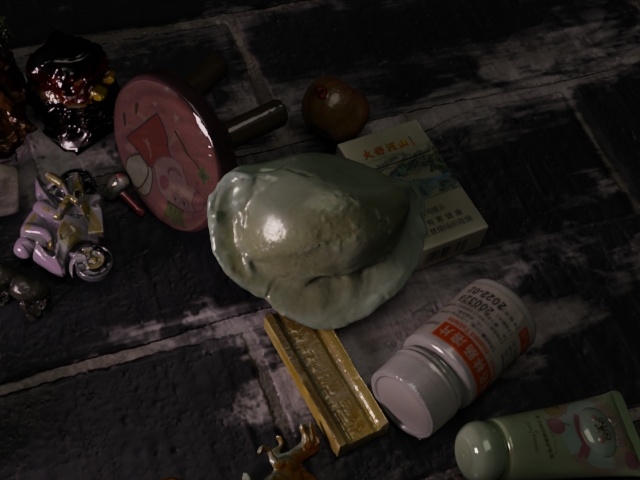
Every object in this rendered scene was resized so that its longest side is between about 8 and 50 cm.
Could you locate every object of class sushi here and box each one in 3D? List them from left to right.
[{"bbox_3d":[-0.435,-0.279,1.751,0.172,0.150,0.153,39,60,18],"label":"sushi"}]

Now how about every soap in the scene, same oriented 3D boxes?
[{"bbox_3d":[0.006,0.205,1.558,0.092,0.037,0.252,-20,61,-22],"label":"soap"}]

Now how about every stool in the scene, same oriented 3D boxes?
[{"bbox_3d":[-0.197,-0.164,1.658,0.272,0.272,0.178,44,48,20],"label":"stool"}]

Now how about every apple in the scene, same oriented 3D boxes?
[{"bbox_3d":[0.026,-0.235,1.814,0.126,0.126,0.102,31,91,13],"label":"apple"}]

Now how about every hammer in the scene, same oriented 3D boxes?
[{"bbox_3d":[-0.328,-0.072,1.698,0.083,0.052,0.031,46,22,0],"label":"hammer"}]

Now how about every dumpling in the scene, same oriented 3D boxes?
[{"bbox_3d":[-0.002,-0.027,1.560,0.320,0.212,0.270,8,60,9],"label":"dumpling"}]

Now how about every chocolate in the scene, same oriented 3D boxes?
[{"bbox_3d":[-0.564,-0.214,1.656,0.224,0.206,0.177,-34,69,-27],"label":"chocolate"}]

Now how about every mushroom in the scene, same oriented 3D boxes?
[{"bbox_3d":[-0.594,-0.060,1.621,0.223,0.092,0.081,-23,28,-26],"label":"mushroom"}]

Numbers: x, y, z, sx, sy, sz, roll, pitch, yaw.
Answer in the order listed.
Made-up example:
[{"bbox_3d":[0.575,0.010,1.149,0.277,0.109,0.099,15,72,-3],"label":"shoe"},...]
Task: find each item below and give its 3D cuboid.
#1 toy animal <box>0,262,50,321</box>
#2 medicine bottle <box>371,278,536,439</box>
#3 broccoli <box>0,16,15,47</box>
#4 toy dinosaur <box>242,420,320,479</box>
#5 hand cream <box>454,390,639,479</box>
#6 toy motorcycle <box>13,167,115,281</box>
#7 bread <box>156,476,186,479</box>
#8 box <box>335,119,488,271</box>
[{"bbox_3d":[-0.487,0.069,1.572,0.135,0.047,0.065,24,51,10],"label":"toy animal"},{"bbox_3d":[0.204,0.179,1.543,0.252,0.144,0.144,-35,67,-26],"label":"medicine bottle"},{"bbox_3d":[-0.736,-0.418,1.785,0.252,0.221,0.361,-28,54,-32],"label":"broccoli"},{"bbox_3d":[-0.045,0.371,1.439,0.142,0.057,0.212,-1,66,-32],"label":"toy dinosaur"},{"bbox_3d":[0.352,0.308,1.520,0.305,0.093,0.147,-2,56,-21],"label":"hand cream"},{"bbox_3d":[-0.422,-0.019,1.625,0.152,0.073,0.225,-13,59,-13],"label":"toy motorcycle"},{"bbox_3d":[-0.181,0.432,1.224,0.172,0.312,0.312,-29,64,-38],"label":"bread"},{"bbox_3d":[0.153,-0.079,1.752,0.164,0.069,0.256,-20,61,-20],"label":"box"}]
